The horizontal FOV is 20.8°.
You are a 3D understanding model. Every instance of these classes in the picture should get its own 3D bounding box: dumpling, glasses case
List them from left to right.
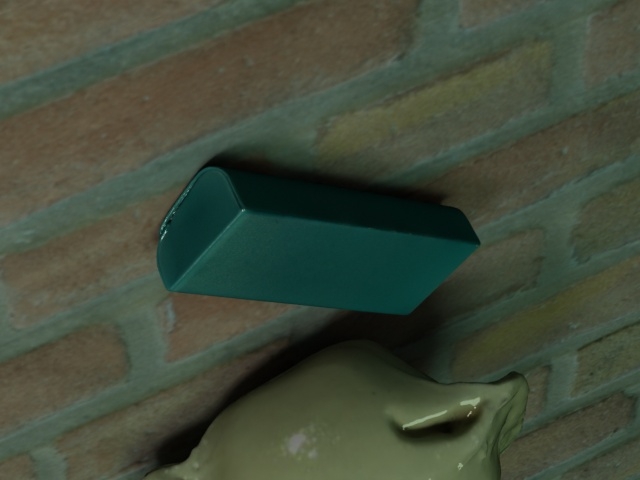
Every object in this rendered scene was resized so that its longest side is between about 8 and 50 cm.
[{"bbox_3d":[-0.001,0.001,1.545,0.301,0.070,0.117,7,136,-46],"label":"glasses case"},{"bbox_3d":[0.029,0.239,1.734,0.395,0.233,0.315,-19,149,4],"label":"dumpling"}]
